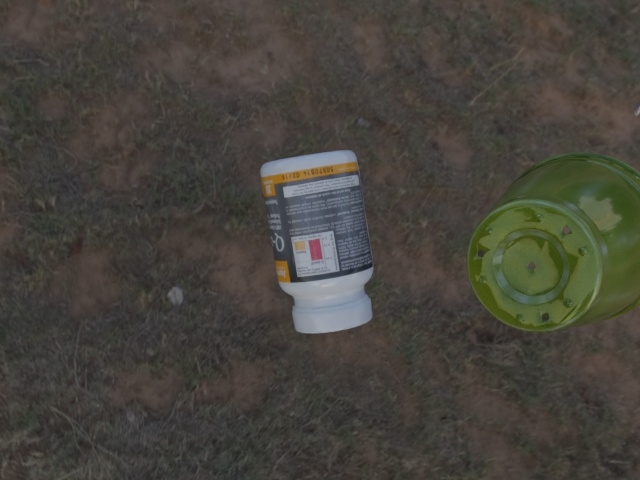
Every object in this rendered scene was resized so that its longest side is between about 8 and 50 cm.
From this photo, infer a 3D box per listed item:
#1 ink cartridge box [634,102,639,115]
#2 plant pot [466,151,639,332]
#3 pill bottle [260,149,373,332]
[{"bbox_3d":[0.359,-0.179,0.544,0.045,0.223,0.224,48,34,9],"label":"ink cartridge box"},{"bbox_3d":[0.454,0.019,1.324,0.366,0.366,0.353,55,32,14],"label":"plant pot"},{"bbox_3d":[0.000,0.000,1.119,0.162,0.162,0.279,-10,95,-21],"label":"pill bottle"}]
